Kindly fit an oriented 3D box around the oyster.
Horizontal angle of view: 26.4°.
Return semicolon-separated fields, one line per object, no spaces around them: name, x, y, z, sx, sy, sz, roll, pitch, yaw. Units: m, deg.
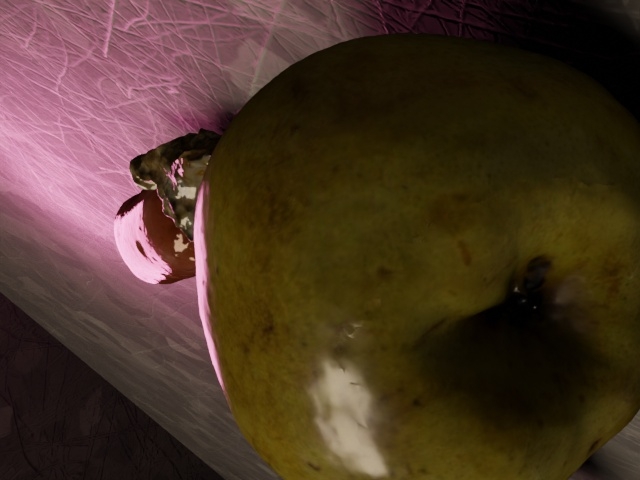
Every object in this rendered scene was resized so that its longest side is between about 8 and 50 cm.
oyster;-0.007;-0.020;1.228;0.396;0.111;0.204;31;147;9

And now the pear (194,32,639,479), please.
pear;0.064;0.017;0.844;0.304;0.304;0.304;30;164;10

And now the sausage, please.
sausage;-0.157;-0.013;1.477;0.113;0.113;0.259;36;165;-12
